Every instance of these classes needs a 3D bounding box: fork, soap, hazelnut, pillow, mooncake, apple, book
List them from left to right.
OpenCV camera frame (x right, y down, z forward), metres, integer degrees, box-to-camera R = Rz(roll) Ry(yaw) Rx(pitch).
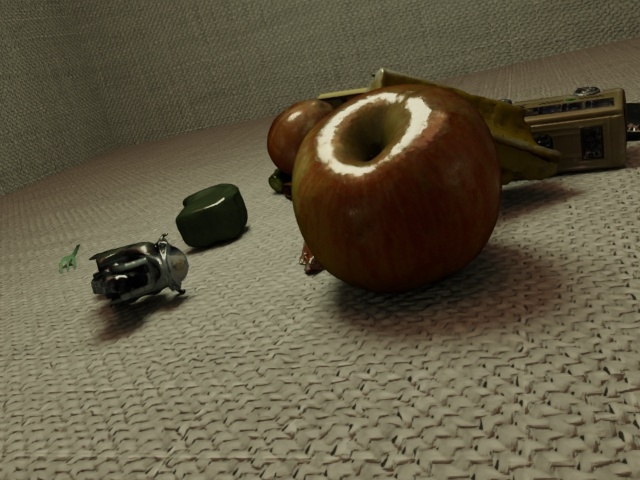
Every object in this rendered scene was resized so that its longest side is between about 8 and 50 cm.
[{"bbox_3d":[-0.598,0.032,1.447,0.039,0.021,0.235,-16,18,-13],"label":"fork"},{"bbox_3d":[-0.240,-0.052,1.293,0.169,0.104,0.175,1,26,30],"label":"mooncake"},{"bbox_3d":[-0.039,-0.258,1.511,0.176,0.214,0.214,28,32,11],"label":"hazelnut"},{"bbox_3d":[0.110,-0.294,1.564,0.161,0.231,0.026,2,54,39],"label":"book"},{"bbox_3d":[0.108,-0.061,0.851,0.302,0.301,0.301,-13,18,4],"label":"apple"},{"bbox_3d":[0.205,-0.120,1.105,0.339,0.304,0.169,12,51,-15],"label":"soap"},{"bbox_3d":[0.643,-0.263,1.313,0.141,0.055,0.208,3,25,28],"label":"pillow"}]

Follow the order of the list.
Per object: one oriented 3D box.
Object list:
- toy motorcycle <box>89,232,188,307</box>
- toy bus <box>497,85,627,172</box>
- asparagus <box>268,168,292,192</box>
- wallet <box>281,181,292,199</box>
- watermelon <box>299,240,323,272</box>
[{"bbox_3d":[-0.316,0.053,1.047,0.159,0.106,0.270,-16,7,-17],"label":"toy motorcycle"},{"bbox_3d":[0.435,-0.201,1.171,0.290,0.139,0.157,-1,27,26],"label":"toy bus"},{"bbox_3d":[-0.071,-0.188,1.636,0.067,0.060,0.278,14,28,19],"label":"asparagus"},{"bbox_3d":[0.003,-0.127,1.432,0.161,0.042,0.195,-13,13,-17],"label":"wallet"},{"bbox_3d":[0.019,0.001,1.043,0.098,0.121,0.158,-16,56,50],"label":"watermelon"}]
